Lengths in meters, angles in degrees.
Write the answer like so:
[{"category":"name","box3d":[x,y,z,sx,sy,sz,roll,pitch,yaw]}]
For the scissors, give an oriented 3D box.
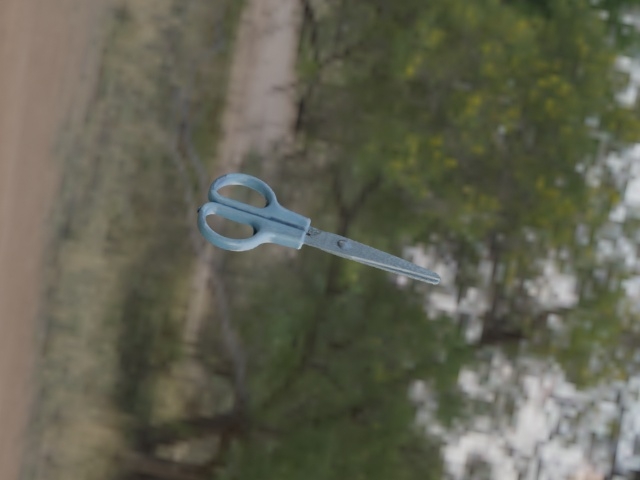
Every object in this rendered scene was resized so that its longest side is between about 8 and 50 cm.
[{"category":"scissors","box3d":[0.000,0.000,0.636,0.036,0.083,0.006,-69,177,-49]}]
